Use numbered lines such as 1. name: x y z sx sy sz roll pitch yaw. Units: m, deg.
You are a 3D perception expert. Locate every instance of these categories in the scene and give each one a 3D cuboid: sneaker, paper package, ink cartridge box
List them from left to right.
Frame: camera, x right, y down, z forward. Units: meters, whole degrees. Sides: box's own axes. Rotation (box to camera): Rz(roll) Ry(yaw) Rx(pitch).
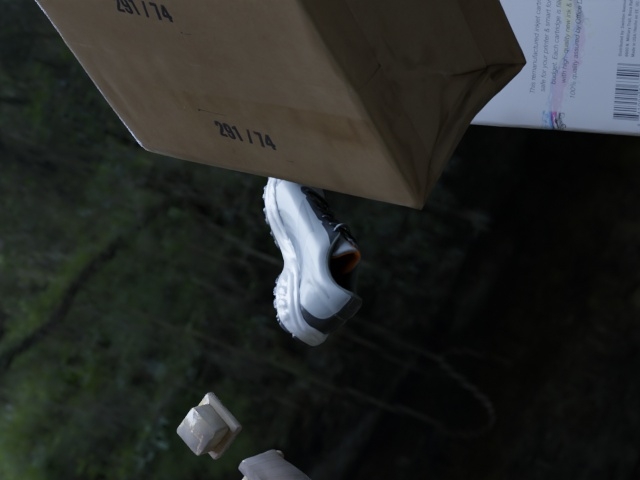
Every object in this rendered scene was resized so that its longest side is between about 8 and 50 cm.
1. paper package: -0.056 -0.198 1.149 0.168 0.324 0.309 -54 -47 -25
2. sneaker: 0.000 0.000 1.889 0.100 0.108 0.272 32 -142 -43
3. ink cartridge box: 0.256 -0.196 1.441 0.168 0.232 0.171 -36 -49 -71

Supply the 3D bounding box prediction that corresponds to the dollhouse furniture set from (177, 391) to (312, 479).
1. dollhouse furniture set: -0.038 0.365 1.480 0.173 0.355 0.303 -10 -37 -56
